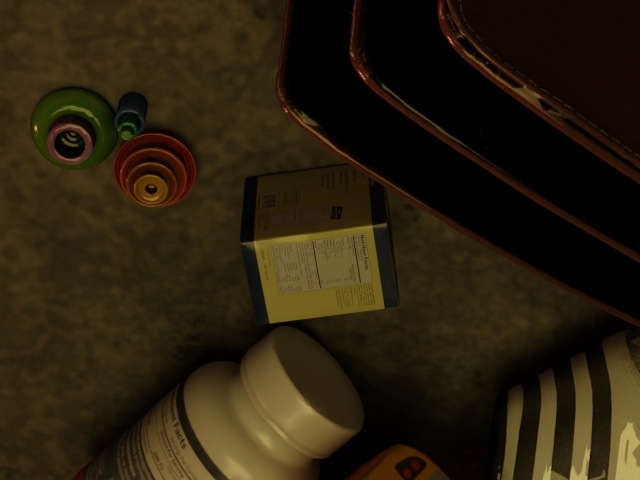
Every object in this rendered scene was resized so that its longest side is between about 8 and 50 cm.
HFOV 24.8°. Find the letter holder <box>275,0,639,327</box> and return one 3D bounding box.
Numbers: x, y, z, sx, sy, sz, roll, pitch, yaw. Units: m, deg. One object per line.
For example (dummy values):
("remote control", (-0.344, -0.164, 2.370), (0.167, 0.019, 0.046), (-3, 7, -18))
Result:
("letter holder", (0.141, -0.045, 0.716), (0.302, 0.214, 0.152), (28, 132, -21))

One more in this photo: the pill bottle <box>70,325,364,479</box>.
("pill bottle", (-0.064, 0.139, 0.906), (0.180, 0.108, 0.108), (-41, 112, 19))

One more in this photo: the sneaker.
("sneaker", (0.239, 0.253, 0.967), (0.258, 0.169, 0.447), (-19, 110, 19))

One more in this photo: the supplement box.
("supplement box", (0.000, 0.000, 0.844), (0.083, 0.083, 0.056), (-7, 119, 4))

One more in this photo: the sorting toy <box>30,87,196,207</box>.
("sorting toy", (-0.118, -0.051, 0.838), (0.102, 0.042, 0.061), (22, 116, -12))

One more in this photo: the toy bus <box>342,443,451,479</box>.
("toy bus", (-0.020, 0.261, 0.921), (0.130, 0.108, 0.333), (49, 135, 2))
